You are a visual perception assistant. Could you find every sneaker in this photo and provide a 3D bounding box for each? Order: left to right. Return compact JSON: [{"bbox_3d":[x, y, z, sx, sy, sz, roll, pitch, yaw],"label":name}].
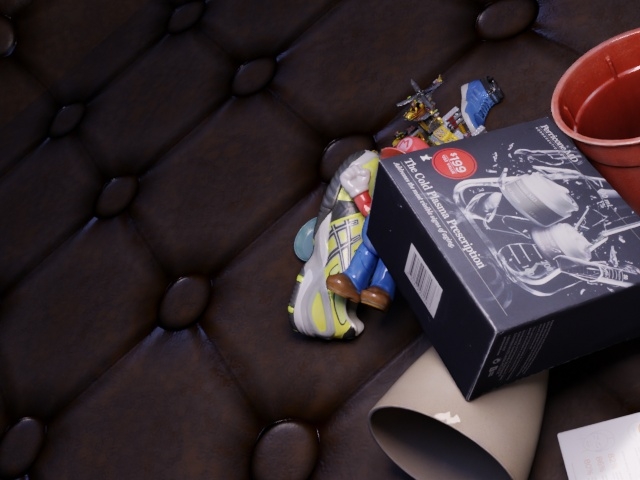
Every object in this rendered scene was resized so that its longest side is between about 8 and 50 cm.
[{"bbox_3d":[0.064,0.013,1.582,0.147,0.145,0.385,16,90,22],"label":"sneaker"},{"bbox_3d":[0.349,-0.293,1.707,0.084,0.058,0.152,-22,41,28],"label":"sneaker"}]

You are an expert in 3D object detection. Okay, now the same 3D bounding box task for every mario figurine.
[{"bbox_3d":[0.109,-0.045,1.442,0.198,0.170,0.321,21,83,3],"label":"mario figurine"}]

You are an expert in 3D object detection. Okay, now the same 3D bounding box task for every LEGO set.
[{"bbox_3d":[0.207,-0.177,1.615,0.255,0.192,0.331,-35,46,6],"label":"LEGO set"}]

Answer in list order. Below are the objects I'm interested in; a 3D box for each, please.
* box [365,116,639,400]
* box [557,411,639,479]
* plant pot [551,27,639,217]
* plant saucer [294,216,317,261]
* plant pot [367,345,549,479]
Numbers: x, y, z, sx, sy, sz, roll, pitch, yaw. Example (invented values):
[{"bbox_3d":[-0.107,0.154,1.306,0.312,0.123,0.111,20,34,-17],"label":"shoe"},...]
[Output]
[{"bbox_3d":[0.286,0.012,1.202,0.312,0.179,0.343,-16,52,-19],"label":"box"},{"bbox_3d":[0.450,0.332,1.154,0.170,0.091,0.130,-20,49,19],"label":"box"},{"bbox_3d":[0.557,-0.165,1.323,0.272,0.265,0.272,-22,40,20],"label":"plant pot"},{"bbox_3d":[0.000,0.000,1.731,0.119,0.021,0.119,-17,50,21],"label":"plant saucer"},{"bbox_3d":[0.253,0.240,1.269,0.256,0.256,0.274,12,50,37],"label":"plant pot"}]
